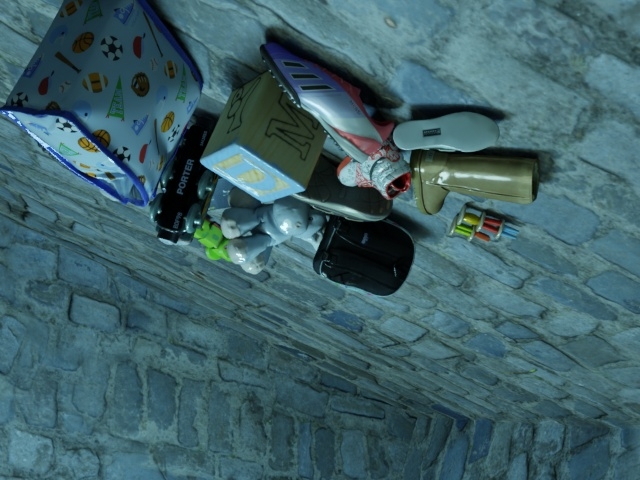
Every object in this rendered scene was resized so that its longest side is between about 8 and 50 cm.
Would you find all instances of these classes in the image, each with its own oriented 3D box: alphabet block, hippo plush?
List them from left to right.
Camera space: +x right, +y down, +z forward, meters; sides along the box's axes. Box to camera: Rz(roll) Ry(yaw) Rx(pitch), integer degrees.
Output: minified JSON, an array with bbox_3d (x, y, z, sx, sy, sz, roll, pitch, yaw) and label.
[{"bbox_3d":[-0.119,-0.225,1.660,0.193,0.197,0.192,33,157,-28],"label":"alphabet block"},{"bbox_3d":[-0.105,-0.026,2.039,0.236,0.235,0.294,-2,165,30],"label":"hippo plush"}]

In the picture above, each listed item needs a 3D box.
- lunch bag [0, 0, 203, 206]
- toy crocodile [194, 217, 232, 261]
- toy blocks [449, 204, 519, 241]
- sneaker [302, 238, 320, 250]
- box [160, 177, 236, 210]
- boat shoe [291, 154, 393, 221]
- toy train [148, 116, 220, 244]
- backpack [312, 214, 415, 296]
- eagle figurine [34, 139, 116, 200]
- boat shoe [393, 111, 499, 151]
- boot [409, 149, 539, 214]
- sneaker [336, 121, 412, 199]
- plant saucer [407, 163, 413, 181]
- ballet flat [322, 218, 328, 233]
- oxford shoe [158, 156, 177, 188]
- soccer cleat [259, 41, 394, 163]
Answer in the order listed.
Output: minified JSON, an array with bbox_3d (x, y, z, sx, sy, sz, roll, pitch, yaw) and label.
[{"bbox_3d":[-0.432,-0.292,1.603,0.238,0.328,0.385,12,161,29],"label":"lunch bag"},{"bbox_3d":[-0.383,-0.021,2.566,0.340,0.105,0.115,39,153,-30],"label":"toy crocodile"},{"bbox_3d":[0.407,-0.027,1.858,0.148,0.054,0.123,20,159,1],"label":"toy blocks"},{"bbox_3d":[0.000,0.000,2.306,0.152,0.054,0.061,34,153,-30],"label":"sneaker"},{"bbox_3d":[-0.318,-0.146,2.099,0.232,0.059,0.183,-9,157,-3],"label":"box"},{"bbox_3d":[0.003,-0.125,1.886,0.355,0.132,0.130,24,159,-5],"label":"boat shoe"},{"bbox_3d":[-0.325,-0.144,1.899,0.142,0.334,0.190,16,173,7],"label":"toy train"},{"bbox_3d":[0.122,0.033,2.043,0.253,0.225,0.191,20,-178,-10],"label":"backpack"},{"bbox_3d":[-0.602,-0.273,2.016,0.225,0.226,0.298,32,173,34],"label":"eagle figurine"},{"bbox_3d":[0.259,-0.219,1.512,0.219,0.078,0.070,4,-172,30],"label":"boat shoe"},{"bbox_3d":[0.344,-0.113,1.659,0.269,0.089,0.236,10,157,23],"label":"boot"},{"bbox_3d":[0.122,-0.143,1.700,0.145,0.090,0.270,59,159,11],"label":"sneaker"},{"bbox_3d":[0.196,-0.160,1.780,0.083,0.015,0.083,18,159,7],"label":"plant saucer"},{"bbox_3d":[-0.019,-0.043,2.175,0.068,0.072,0.213,27,173,-31],"label":"ballet flat"},{"bbox_3d":[-0.479,-0.187,2.199,0.348,0.123,0.130,0,153,44],"label":"oxford shoe"},{"bbox_3d":[0.012,-0.300,1.518,0.318,0.116,0.109,44,-165,-16],"label":"soccer cleat"}]
